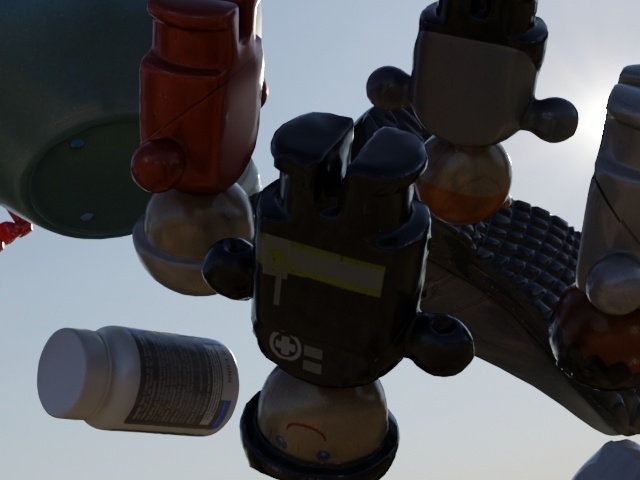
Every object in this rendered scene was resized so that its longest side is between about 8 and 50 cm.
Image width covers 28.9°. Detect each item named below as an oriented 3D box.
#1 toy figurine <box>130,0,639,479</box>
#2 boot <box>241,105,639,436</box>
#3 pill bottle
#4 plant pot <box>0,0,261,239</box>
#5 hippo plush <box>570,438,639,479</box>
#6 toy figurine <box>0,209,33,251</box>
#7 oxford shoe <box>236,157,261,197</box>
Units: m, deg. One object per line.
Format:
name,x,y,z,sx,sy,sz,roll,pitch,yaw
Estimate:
toy figurine,0.036,-0.015,0.509,0.210,0.213,0.148,-11,-55,-24
boot,0.081,0.049,0.946,0.338,0.118,0.223,44,-46,-17
pill bottle,-0.135,0.104,0.924,0.137,0.078,0.078,13,-28,-43
plant pot,-0.167,-0.117,0.903,0.290,0.195,0.290,-13,-34,-9
hippo plush,0.159,0.293,0.898,0.294,0.234,0.236,-25,-8,-14
toy figurine,-0.439,-0.023,1.264,0.217,0.191,0.362,-32,3,32
oxford shoe,-0.198,-0.133,1.515,0.169,0.130,0.449,-41,28,-4
